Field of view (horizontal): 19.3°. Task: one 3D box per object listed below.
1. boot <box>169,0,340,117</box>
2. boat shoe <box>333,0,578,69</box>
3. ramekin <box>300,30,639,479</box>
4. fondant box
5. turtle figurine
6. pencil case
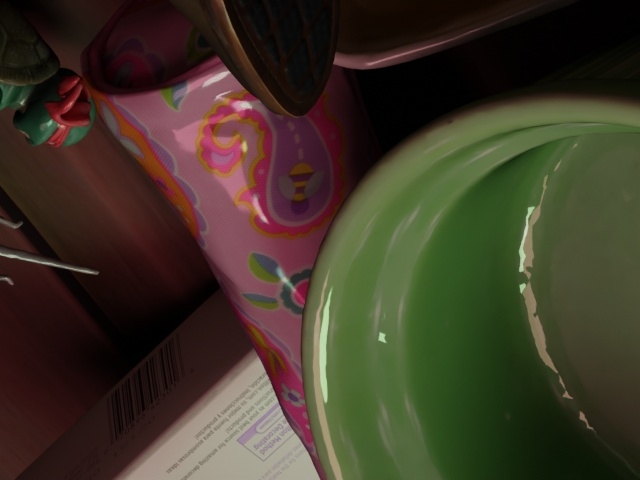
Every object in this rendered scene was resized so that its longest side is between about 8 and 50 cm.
[{"bbox_3d":[-0.070,-0.132,0.672,0.106,0.082,0.219,7,142,32],"label":"boot"},{"bbox_3d":[0.132,-0.141,0.669,0.367,0.156,0.136,-15,135,33],"label":"boat shoe"},{"bbox_3d":[0.157,0.057,0.765,0.303,0.148,0.303,17,123,28],"label":"ramekin"},{"bbox_3d":[-0.005,0.202,1.111,0.238,0.096,0.330,-42,116,13],"label":"fondant box"},{"bbox_3d":[-0.194,-0.079,0.890,0.234,0.175,0.118,29,100,-16],"label":"turtle figurine"},{"bbox_3d":[0.000,0.000,0.893,0.124,0.124,0.284,-11,125,29],"label":"pencil case"}]
